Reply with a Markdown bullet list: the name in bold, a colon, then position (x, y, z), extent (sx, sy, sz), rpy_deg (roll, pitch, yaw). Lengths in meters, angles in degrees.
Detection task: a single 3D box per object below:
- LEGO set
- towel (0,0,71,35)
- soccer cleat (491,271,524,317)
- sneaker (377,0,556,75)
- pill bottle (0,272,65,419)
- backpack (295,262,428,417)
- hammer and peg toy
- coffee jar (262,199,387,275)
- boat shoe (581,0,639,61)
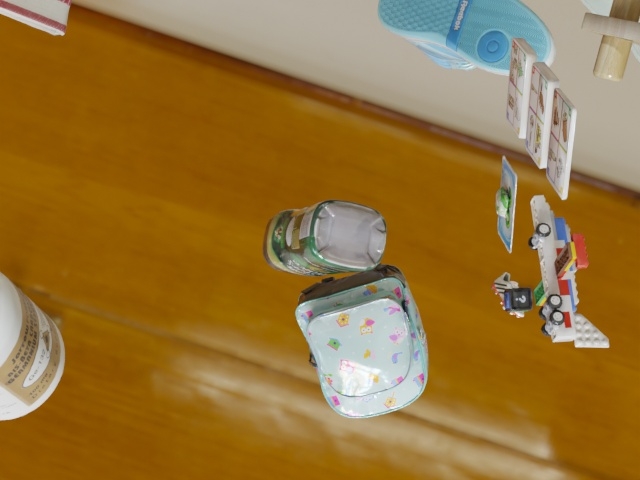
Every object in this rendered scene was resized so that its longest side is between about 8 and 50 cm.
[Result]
- **LEGO set**: position (0.193, -0.027, 1.165), extent (0.182, 0.060, 0.244), rpy_deg (-106, -164, -64)
- **towel**: position (-0.370, -0.428, 1.622), extent (0.037, 0.237, 0.329), rpy_deg (-4, -106, 49)
- **soccer cleat**: position (0.276, 0.079, 2.016), extent (0.035, 0.029, 0.083), rpy_deg (-51, -144, 18)
- **sneaker**: position (0.268, -0.329, 2.269), extent (0.208, 0.319, 0.127), rpy_deg (21, 96, -59)
- **pill bottle**: position (-0.354, 0.091, 1.403), extent (0.229, 0.131, 0.131), rpy_deg (65, 41, -66)
- **backpack**: position (0.064, 0.146, 1.893), extent (0.144, 0.166, 0.188), rpy_deg (-92, 164, -72)
- **hammer and peg toy**: position (0.518, -0.210, 1.672), extent (0.266, 0.361, 0.127), rpy_deg (28, -74, 55)
- **coffee jar**: position (0.000, 0.000, 1.651), extent (0.184, 0.096, 0.079), rpy_deg (171, -70, -68)
- **boat shoe**: position (0.495, -0.379, 2.190), extent (0.091, 0.302, 0.114), rpy_deg (-38, -178, -25)
